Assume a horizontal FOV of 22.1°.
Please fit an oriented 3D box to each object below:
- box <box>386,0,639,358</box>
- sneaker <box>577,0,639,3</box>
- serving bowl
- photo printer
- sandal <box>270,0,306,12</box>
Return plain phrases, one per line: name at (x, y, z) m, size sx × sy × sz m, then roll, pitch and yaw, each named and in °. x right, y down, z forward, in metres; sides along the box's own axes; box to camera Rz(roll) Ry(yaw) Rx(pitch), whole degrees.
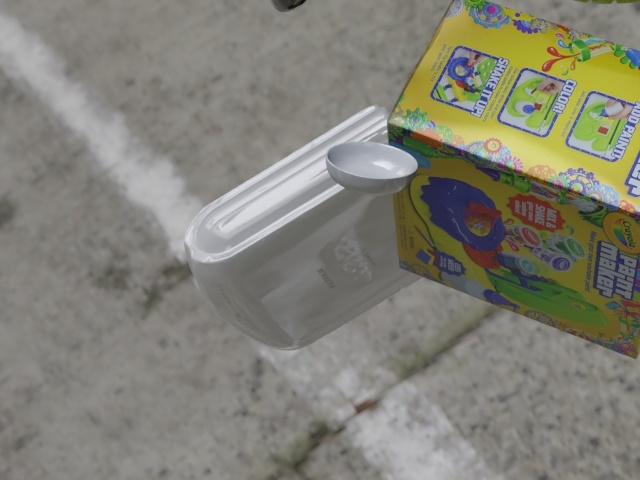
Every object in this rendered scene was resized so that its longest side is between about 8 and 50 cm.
box at (0.232, -0.062, 1.656) m, size 0.279 × 0.290 × 0.177 m, roll 21°, pitch 64°, yaw 17°
sneaker at (0.338, -0.322, 1.738) m, size 0.295 × 0.109 × 0.123 m, roll 6°, pitch 57°, yaw 12°
serving bowl at (0.044, -0.061, 1.471) m, size 0.083 × 0.027 × 0.083 m, roll 6°, pitch 25°, yaw -3°
photo printer at (0.000, 0.000, 1.982) m, size 0.307 × 0.256 × 0.107 m, roll -31°, pitch 52°, yaw 5°
sandal at (0.008, -0.322, 1.552) m, size 0.086 × 0.120 × 0.303 m, roll -13°, pitch -22°, yaw -31°
